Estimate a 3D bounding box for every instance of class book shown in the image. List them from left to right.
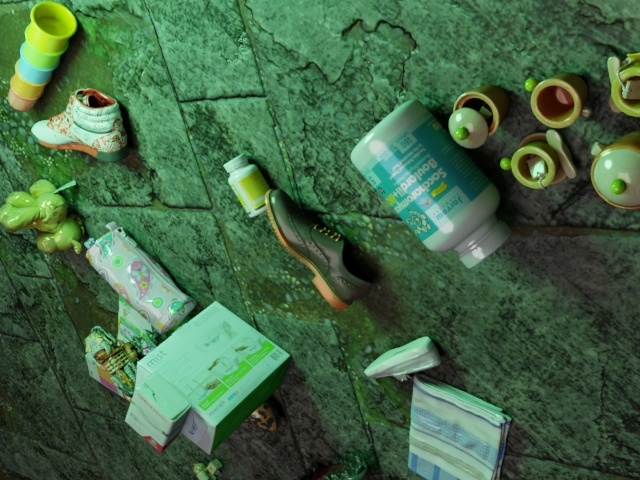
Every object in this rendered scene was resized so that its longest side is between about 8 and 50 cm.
[{"bbox_3d":[-0.618,0.390,2.433,0.144,0.035,0.096,26,136,25],"label":"book"}]

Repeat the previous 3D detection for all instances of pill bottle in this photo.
[{"bbox_3d":[-0.140,-0.109,1.645,0.065,0.065,0.116,-20,105,46],"label":"pill bottle"},{"bbox_3d":[0.182,-0.083,1.329,0.264,0.146,0.146,48,138,2],"label":"pill bottle"}]

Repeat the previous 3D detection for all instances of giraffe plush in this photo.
[{"bbox_3d":[-0.673,-0.043,2.105,0.210,0.181,0.170,-15,124,9],"label":"giraffe plush"}]

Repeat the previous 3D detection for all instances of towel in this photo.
[{"bbox_3d":[0.268,0.408,1.687,0.209,0.034,0.284,23,131,28],"label":"towel"}]

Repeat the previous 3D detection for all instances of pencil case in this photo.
[{"bbox_3d":[-0.427,0.090,1.993,0.284,0.124,0.124,45,138,7],"label":"pencil case"}]

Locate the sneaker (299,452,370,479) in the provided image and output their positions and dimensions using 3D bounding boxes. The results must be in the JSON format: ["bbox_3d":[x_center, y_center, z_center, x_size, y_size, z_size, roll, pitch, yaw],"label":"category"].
[{"bbox_3d":[0.047,0.579,1.949,0.135,0.098,0.276,51,140,0],"label":"sneaker"}]

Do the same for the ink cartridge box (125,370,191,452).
[{"bbox_3d":[-0.341,0.360,1.761,0.109,0.063,0.150,40,137,11],"label":"ink cartridge box"}]

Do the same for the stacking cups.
[{"bbox_3d":[-0.624,-0.385,1.841,0.096,0.096,0.316,49,138,1],"label":"stacking cups"}]

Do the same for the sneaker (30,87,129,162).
[{"bbox_3d":[-0.540,-0.272,1.858,0.270,0.090,0.144,17,127,27],"label":"sneaker"}]

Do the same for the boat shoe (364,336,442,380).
[{"bbox_3d":[0.162,0.243,1.645,0.184,0.066,0.063,-32,95,38],"label":"boat shoe"}]

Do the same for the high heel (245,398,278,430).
[{"bbox_3d":[-0.216,0.437,2.071,0.186,0.093,0.261,50,129,9],"label":"high heel"}]

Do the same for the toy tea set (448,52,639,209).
[{"bbox_3d":[0.332,-0.140,1.175,0.336,0.124,0.199,0,119,40],"label":"toy tea set"}]

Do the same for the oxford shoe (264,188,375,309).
[{"bbox_3d":[0.000,0.000,1.602,0.098,0.097,0.271,-34,99,28],"label":"oxford shoe"}]

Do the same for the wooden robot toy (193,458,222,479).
[{"bbox_3d":[-0.335,0.656,2.354,0.079,0.076,0.173,47,139,20],"label":"wooden robot toy"}]

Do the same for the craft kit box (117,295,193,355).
[{"bbox_3d":[-0.412,0.250,2.142,0.250,0.061,0.246,33,138,19],"label":"craft kit box"}]

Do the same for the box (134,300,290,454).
[{"bbox_3d":[-0.241,0.296,1.873,0.231,0.262,0.126,33,135,17],"label":"box"}]

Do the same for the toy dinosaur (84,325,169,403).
[{"bbox_3d":[-0.425,0.319,1.967,0.165,0.218,0.321,-17,114,2],"label":"toy dinosaur"}]
